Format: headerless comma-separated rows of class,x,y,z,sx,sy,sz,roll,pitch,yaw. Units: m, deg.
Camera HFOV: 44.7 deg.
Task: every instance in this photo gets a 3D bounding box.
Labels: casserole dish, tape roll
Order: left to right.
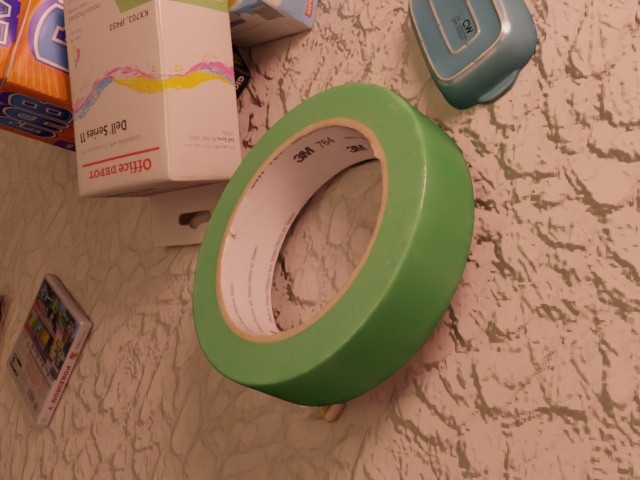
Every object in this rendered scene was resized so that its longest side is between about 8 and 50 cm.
tape roll,0.000,0.000,0.780,0.321,0.077,0.321,-29,47,36
casserole dish,0.142,-0.218,0.774,0.114,0.037,0.188,-38,51,33

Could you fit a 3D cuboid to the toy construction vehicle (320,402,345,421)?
toy construction vehicle,-0.002,0.128,0.794,0.086,0.035,0.098,-55,43,17

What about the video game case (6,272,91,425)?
video game case,-0.450,0.173,1.282,0.201,0.023,0.183,33,100,50

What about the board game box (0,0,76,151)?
board game box,-0.462,-0.376,1.207,0.356,0.356,0.356,-3,72,61

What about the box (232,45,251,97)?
box,-0.197,-0.240,1.144,0.175,0.051,0.220,-50,44,23

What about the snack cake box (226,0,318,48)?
snack cake box,-0.065,-0.403,1.035,0.152,0.089,0.264,-1,75,49

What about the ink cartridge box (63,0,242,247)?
ink cartridge box,-0.216,-0.167,1.001,0.207,0.119,0.353,-6,89,41
